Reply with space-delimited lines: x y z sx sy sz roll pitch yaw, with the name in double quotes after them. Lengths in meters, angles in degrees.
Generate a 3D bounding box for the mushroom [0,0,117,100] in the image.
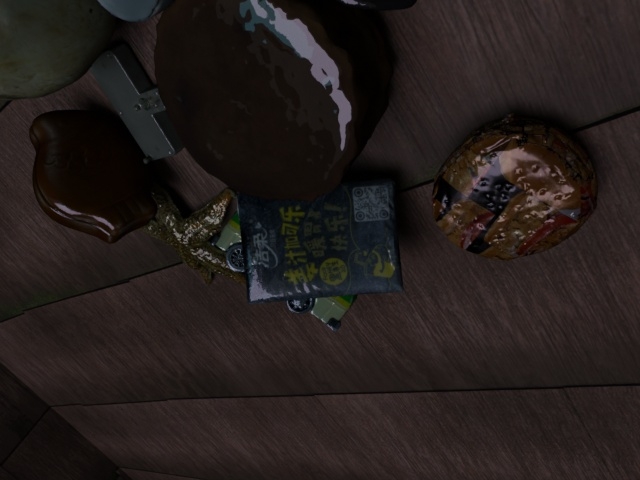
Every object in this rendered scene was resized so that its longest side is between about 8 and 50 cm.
-0.486 -0.383 0.835 0.352 0.260 0.352 -1 102 -5 "mushroom"

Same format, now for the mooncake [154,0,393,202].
-0.061 -0.223 0.790 0.324 0.187 0.324 16 133 18 "mooncake"

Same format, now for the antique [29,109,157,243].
-0.444 -0.125 1.081 0.278 0.223 0.129 49 143 -2 "antique"

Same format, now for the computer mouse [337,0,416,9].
0.063 -0.383 0.572 0.170 0.100 0.269 24 117 7 "computer mouse"

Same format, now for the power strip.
-0.320 -0.251 1.013 0.145 0.061 0.215 -6 126 36 "power strip"

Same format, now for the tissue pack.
0.000 0.000 0.910 0.257 0.081 0.185 -5 93 2 "tissue pack"

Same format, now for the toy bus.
-0.043 0.025 1.020 0.276 0.133 0.164 35 97 -3 "toy bus"

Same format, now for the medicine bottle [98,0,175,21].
-0.223 -0.385 0.748 0.135 0.168 0.135 18 136 18 "medicine bottle"

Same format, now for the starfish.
-0.301 -0.007 1.227 0.358 0.078 0.347 6 134 27 "starfish"

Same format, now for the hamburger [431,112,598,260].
0.276 -0.066 0.795 0.231 0.107 0.231 15 127 20 "hamburger"
